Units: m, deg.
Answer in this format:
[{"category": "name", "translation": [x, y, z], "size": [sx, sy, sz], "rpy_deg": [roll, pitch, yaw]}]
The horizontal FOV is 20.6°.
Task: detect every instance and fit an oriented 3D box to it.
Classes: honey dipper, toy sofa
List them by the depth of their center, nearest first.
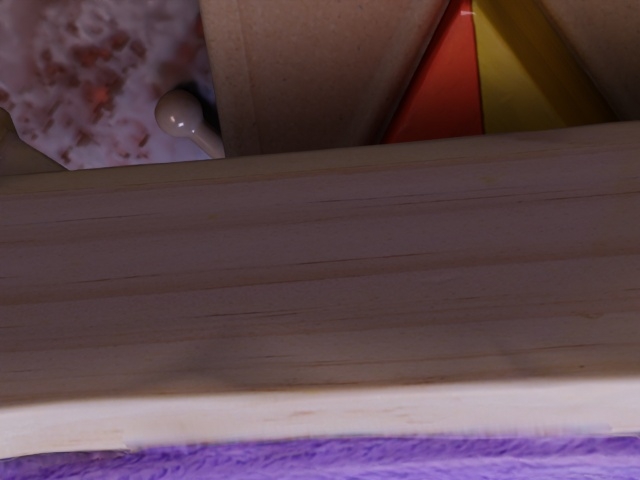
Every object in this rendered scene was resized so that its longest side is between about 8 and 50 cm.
[{"category": "toy sofa", "translation": [0.054, 0.053, 0.439], "size": [0.362, 0.177, 0.150], "rpy_deg": [-5, 120, 15]}, {"category": "honey dipper", "translation": [0.000, 0.000, 0.665], "size": [0.160, 0.030, 0.030], "rpy_deg": [39, 119, -7]}]

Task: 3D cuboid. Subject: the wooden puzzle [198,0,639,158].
[{"category": "wooden puzzle", "translation": [0.110, -0.100, 0.476], "size": [0.322, 0.080, 0.348], "rpy_deg": [0, 116, 13]}]
